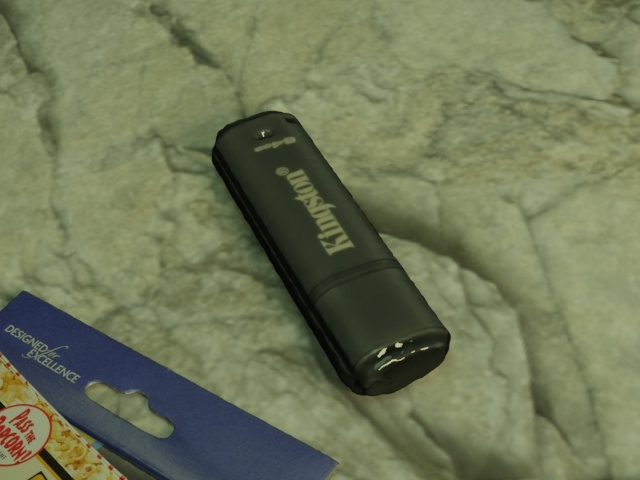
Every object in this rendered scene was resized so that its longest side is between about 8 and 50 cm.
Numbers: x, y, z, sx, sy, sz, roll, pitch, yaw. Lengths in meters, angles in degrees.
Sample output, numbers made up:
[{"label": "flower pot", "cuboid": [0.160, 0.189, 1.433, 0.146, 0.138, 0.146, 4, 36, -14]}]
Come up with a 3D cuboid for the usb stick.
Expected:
[{"label": "usb stick", "cuboid": [0.000, 0.000, 0.924, 0.077, 0.045, 0.278, -25, 46, -9]}]

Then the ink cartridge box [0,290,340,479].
[{"label": "ink cartridge box", "cuboid": [-0.199, 0.167, 0.801, 0.304, 0.072, 0.307, 23, 58, 32]}]

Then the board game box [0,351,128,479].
[{"label": "board game box", "cuboid": [-0.218, 0.163, 0.734, 0.193, 0.045, 0.147, -37, 51, -21]}]
